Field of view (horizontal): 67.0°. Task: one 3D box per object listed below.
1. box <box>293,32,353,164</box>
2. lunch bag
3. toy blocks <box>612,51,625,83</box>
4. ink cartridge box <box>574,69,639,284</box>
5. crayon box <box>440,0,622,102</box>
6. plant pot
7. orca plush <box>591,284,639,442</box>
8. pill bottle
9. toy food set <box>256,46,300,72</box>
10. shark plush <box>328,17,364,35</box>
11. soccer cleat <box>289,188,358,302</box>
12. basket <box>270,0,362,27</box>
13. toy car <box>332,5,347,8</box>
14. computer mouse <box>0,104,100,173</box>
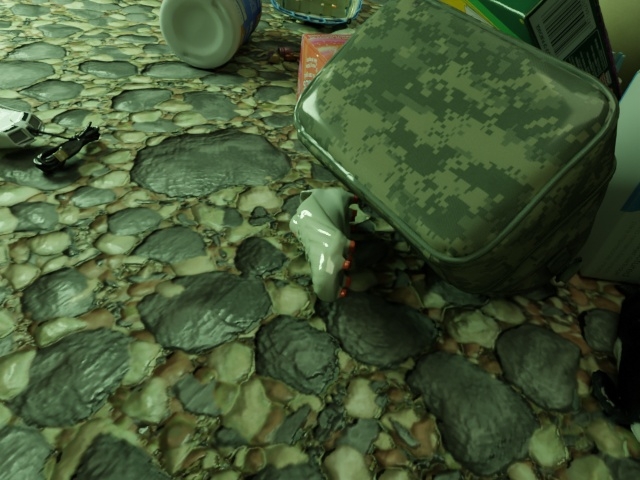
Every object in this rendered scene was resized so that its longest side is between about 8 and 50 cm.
[{"bbox_3d":[0.124,-0.224,0.761,0.300,0.154,0.142,-8,42,-19],"label":"box"},{"bbox_3d":[0.150,-0.086,0.547,0.212,0.256,0.305,-46,55,4],"label":"lunch bag"},{"bbox_3d":[0.505,-0.300,0.935,0.054,0.148,0.123,-23,51,-34],"label":"toy blocks"},{"bbox_3d":[0.488,-0.052,0.575,0.308,0.223,0.129,8,40,-3],"label":"ink cartridge box"},{"bbox_3d":[0.328,-0.334,0.815,0.363,0.106,0.313,33,17,-45],"label":"crayon box"},{"bbox_3d":[0.583,-0.403,1.019,0.191,0.284,0.284,-33,46,6],"label":"plant pot"},{"bbox_3d":[0.358,0.108,0.451,0.151,0.102,0.287,28,42,20],"label":"orca plush"},{"bbox_3d":[-0.203,-0.465,0.975,0.153,0.152,0.272,11,39,1],"label":"pill bottle"},{"bbox_3d":[-0.067,-0.382,1.008,0.122,0.019,0.078,23,41,15],"label":"toy food set"},{"bbox_3d":[0.081,-0.494,1.152,0.067,0.073,0.161,3,33,42],"label":"shark plush"},{"bbox_3d":[0.000,0.000,0.537,0.076,0.068,0.196,6,32,2],"label":"soccer cleat"},{"bbox_3d":[0.004,-0.625,1.147,0.255,0.200,0.289,8,8,-2],"label":"basket"},{"bbox_3d":[0.037,-0.705,1.401,0.060,0.040,0.122,-15,46,-28],"label":"toy car"},{"bbox_3d":[-0.404,-0.142,0.635,0.193,0.042,0.106,16,44,-1],"label":"computer mouse"}]
